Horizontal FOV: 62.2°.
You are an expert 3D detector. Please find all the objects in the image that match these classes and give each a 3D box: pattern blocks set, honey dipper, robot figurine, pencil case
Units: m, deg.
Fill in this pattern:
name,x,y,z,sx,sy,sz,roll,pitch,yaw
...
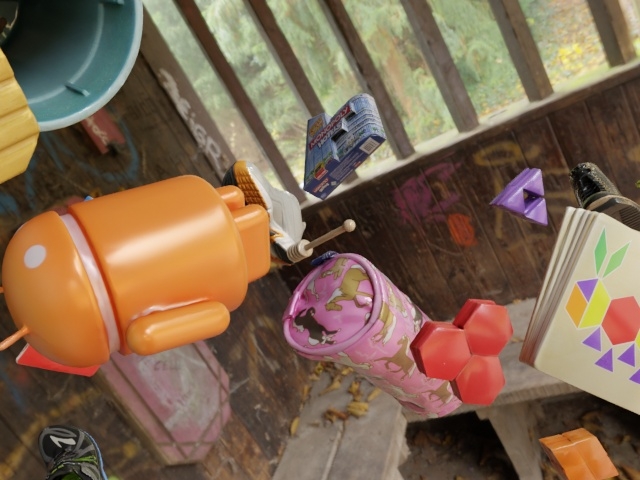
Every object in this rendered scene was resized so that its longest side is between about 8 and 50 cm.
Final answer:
name,x,y,z,sx,sy,sz,roll,pitch,yaw
pattern blocks set,0.256,0.065,0.446,0.285,0.324,0.026,-58,16,-4
honey dipper,0.000,0.000,0.831,0.030,0.030,0.160,-44,11,-38
robot figurine,-0.146,0.022,0.429,0.219,0.158,0.128,-21,-12,-30
pencil case,0.107,0.164,0.827,0.160,0.386,0.167,-42,45,9

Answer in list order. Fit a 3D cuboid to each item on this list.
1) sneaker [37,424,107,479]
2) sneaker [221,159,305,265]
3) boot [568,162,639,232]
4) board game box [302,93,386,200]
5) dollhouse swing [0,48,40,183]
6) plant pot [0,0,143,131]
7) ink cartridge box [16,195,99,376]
name,x,y,z,sx,sy,sz,roll,pitch,yaw
sneaker,-0.341,0.315,0.727,0.067,0.078,0.188,-42,49,-15
sneaker,-0.102,-0.071,1.033,0.099,0.262,0.121,7,54,25
boot,0.345,-0.056,0.676,0.076,0.198,0.137,-31,60,24
board game box,0.035,-0.218,1.111,0.194,0.060,0.194,-42,39,31
dollhouse swing,-0.386,-0.045,0.418,0.304,0.347,0.315,-24,56,-20
plant pot,-0.507,-0.368,0.792,0.334,0.341,0.341,25,52,35
ink cartridge box,-0.330,0.071,0.765,0.078,0.134,0.231,30,86,35
